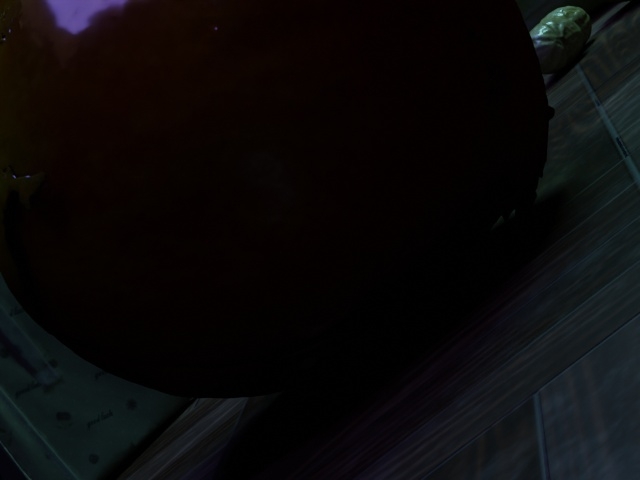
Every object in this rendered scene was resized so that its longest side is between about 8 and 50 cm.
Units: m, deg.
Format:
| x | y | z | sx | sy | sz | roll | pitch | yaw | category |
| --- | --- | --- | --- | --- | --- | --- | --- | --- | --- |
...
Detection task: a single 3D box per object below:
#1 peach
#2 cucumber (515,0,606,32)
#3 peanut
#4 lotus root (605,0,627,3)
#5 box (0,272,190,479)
| x | y | z | sx | sy | sz | roll | pitch | yaw | category |
| --- | --- | --- | --- | --- | --- | --- | --- | --- | --- |
| -0.035 | -0.074 | 1.138 | 0.370 | 0.370 | 0.370 | -39 | 6 | 5 | peach |
| 0.258 | -0.282 | 1.925 | 0.145 | 0.105 | 0.325 | -46 | 5 | -41 | cucumber |
| 0.222 | -0.188 | 1.667 | 0.054 | 0.054 | 0.113 | -36 | 6 | 32 | peanut |
| 0.341 | -0.314 | 1.667 | 0.258 | 0.097 | 0.110 | -41 | 7 | 29 | lotus root |
| -0.296 | 0.102 | 1.543 | 0.190 | 0.297 | 0.225 | -41 | 5 | -39 | box |
